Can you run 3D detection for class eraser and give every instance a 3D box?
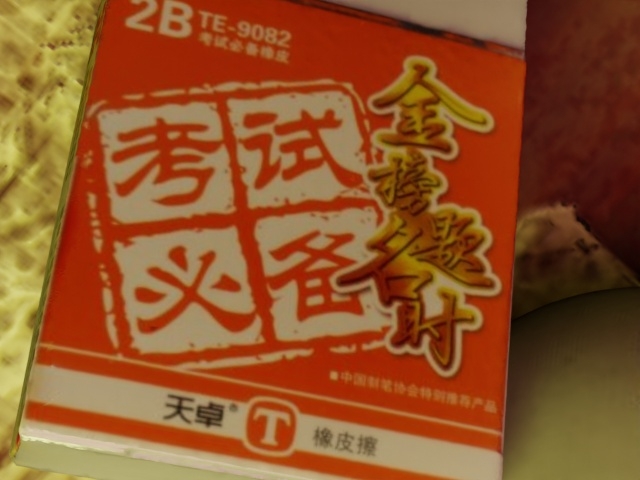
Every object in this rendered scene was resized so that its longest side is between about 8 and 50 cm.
[{"bbox_3d":[-0.009,-0.023,0.518,0.157,0.038,0.230,11,65,-10],"label":"eraser"}]

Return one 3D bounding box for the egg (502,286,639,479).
[{"bbox_3d":[0.152,0.135,0.573,0.269,0.219,0.219,42,100,-7],"label":"egg"}]
